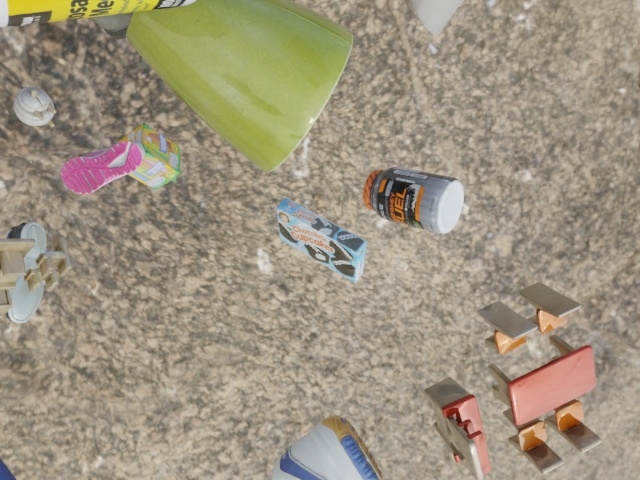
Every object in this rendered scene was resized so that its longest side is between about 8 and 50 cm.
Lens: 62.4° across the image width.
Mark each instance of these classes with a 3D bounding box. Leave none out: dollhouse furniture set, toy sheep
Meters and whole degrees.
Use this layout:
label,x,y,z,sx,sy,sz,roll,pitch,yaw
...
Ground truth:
label,x,y,z,sx,sy,sz,roll,pitch,yaw
dollhouse furniture set,0.303,0.238,0.790,0.258,0.135,0.262,-22,110,-11
dollhouse furniture set,-0.702,0.040,1.137,0.212,0.242,0.161,1,60,-51
toy sheep,-0.647,-0.302,1.196,0.091,0.132,0.091,15,60,-28

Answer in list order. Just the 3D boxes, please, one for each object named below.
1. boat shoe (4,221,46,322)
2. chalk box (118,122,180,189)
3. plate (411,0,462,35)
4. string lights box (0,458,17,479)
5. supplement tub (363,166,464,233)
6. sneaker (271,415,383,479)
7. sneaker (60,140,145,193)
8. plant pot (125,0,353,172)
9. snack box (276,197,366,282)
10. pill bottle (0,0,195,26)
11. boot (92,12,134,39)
label,x,y,z,sx,sy,sz,roll,pitch,yaw
boat shoe,-0.884,0.095,1.555,0.114,0.091,0.303,50,37,-61
chalk box,-0.571,-0.275,1.826,0.213,0.132,0.133,32,37,-50
plate,0.105,-0.372,0.510,0.045,0.278,0.278,-7,96,1
string lights box,-0.305,0.165,0.346,0.133,0.077,0.260,-40,86,2
supplement tub,0.191,-0.089,1.108,0.117,0.190,0.117,-23,120,-46
sneaker,0.051,0.374,0.649,0.130,0.112,0.297,-34,71,-1
sneaker,-0.585,-0.202,1.449,0.252,0.111,0.103,-16,105,9
plant pot,-0.145,-0.302,0.855,0.293,0.274,0.275,29,83,-20
snack box,0.000,0.000,1.764,0.060,0.321,0.187,-50,158,-28
pill bottle,-0.303,-0.338,0.570,0.333,0.187,0.188,-23,108,-31
boot,-0.307,-0.442,0.900,0.246,0.161,0.084,-25,80,5
